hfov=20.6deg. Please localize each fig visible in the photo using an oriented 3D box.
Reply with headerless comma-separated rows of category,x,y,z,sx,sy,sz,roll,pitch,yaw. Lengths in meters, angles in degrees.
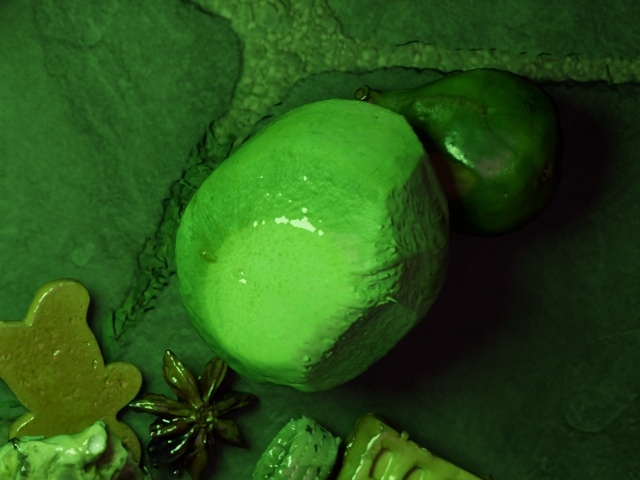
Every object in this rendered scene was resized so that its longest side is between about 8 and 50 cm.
fig,0.155,-0.114,1.991,0.244,0.195,0.195,30,87,17

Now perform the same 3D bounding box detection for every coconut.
coconut,0.000,0.000,1.883,0.281,0.328,0.329,19,91,13

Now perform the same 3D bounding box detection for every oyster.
oyster,-0.278,0.326,1.902,0.237,0.115,0.351,-1,126,-26

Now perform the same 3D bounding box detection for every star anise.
star anise,-0.141,0.193,1.973,0.167,0.057,0.168,-12,112,-33

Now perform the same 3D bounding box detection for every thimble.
thimble,-0.028,0.257,2.013,0.062,0.084,0.110,35,88,-19

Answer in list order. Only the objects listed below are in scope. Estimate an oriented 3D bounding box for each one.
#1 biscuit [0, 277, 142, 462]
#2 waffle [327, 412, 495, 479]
biscuit,-0.279,0.172,1.939,0.165,0.036,0.250,-33,113,-12
waffle,0.063,0.387,2.058,0.224,0.098,0.328,30,86,-21
